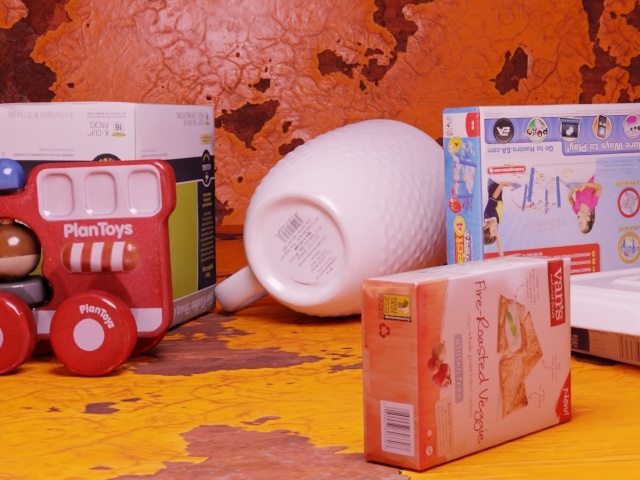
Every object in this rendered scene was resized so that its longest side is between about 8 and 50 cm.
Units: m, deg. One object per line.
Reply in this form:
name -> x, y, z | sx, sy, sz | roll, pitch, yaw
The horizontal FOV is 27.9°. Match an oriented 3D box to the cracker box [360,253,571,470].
cracker box -> 0.135, 0.100, 1.138 | 0.067, 0.156, 0.232 | 3, 7, 42

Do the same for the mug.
mug -> 0.000, 0.000, 1.934 | 0.374, 0.276, 0.328 | -33, -2, 27

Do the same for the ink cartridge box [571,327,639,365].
ink cartridge box -> 0.422, 0.109, 1.546 | 0.224, 0.045, 0.223 | -6, 5, -25

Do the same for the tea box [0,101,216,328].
tea box -> -0.300, -0.036, 1.857 | 0.220, 0.324, 0.329 | 0, 5, 14

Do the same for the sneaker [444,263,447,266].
sneaker -> 0.221, 0.056, 2.085 | 0.125, 0.104, 0.262 | -21, 8, -28

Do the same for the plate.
plate -> 0.396, 0.066, 1.533 | 0.278, 0.045, 0.277 | -5, 4, -29

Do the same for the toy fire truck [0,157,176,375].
toy fire truck -> -0.319, 0.025, 1.570 | 0.302, 0.254, 0.169 | -1, 5, 11

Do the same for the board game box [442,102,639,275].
board game box -> 0.318, -0.034, 1.763 | 0.308, 0.302, 0.086 | -4, 5, -29
